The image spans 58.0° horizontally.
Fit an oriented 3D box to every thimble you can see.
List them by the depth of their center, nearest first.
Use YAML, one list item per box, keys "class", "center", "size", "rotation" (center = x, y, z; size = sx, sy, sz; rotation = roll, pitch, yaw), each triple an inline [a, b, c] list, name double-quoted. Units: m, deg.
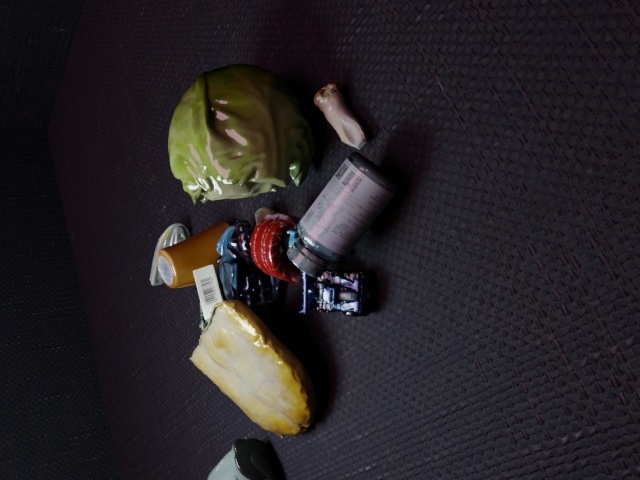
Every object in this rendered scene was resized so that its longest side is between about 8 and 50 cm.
- class: "thimble"
  center: [-0.092, 0.025, 1.568]
  size: [0.125, 0.189, 0.163]
  rotation: [10, 56, 52]

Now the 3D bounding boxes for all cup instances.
- class: "cup"
  center: [-0.394, 0.069, 1.908]
  size: [0.182, 0.264, 0.226]
  rotation: [50, 141, 26]

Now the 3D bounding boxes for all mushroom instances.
- class: "mushroom"
  center: [0.058, -0.308, 1.448]
  size: [0.084, 0.071, 0.209]
  rotation: [-35, 65, 12]

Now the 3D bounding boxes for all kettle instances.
- class: "kettle"
  center: [-0.227, 0.758, 1.839]
  size: [0.221, 0.161, 0.236]
  rotation: [40, 125, 9]

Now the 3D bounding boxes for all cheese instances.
- class: "cheese"
  center: [-0.151, -0.017, 1.746]
  size: [0.092, 0.047, 0.171]
  rotation: [-13, 88, 49]

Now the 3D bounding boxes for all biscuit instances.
- class: "biscuit"
  center: [-0.186, 0.378, 1.682]
  size: [0.446, 0.104, 0.429]
  rotation: [39, 137, 14]

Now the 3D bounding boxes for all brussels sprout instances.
- class: "brussels sprout"
  center: [-0.235, -0.297, 1.589]
  size: [0.425, 0.342, 0.361]
  rotation: [-4, 97, 41]

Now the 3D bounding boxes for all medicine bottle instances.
- class: "medicine bottle"
  center: [0.044, -0.054, 1.353]
  size: [0.293, 0.141, 0.141]
  rotation: [-52, 51, 13]

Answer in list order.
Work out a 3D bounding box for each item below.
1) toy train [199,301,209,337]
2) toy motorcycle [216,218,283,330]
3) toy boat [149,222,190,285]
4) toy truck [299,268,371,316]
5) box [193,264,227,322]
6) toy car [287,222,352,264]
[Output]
- class: "toy train"
  center: [-0.379, 0.302, 1.990]
  size: [0.125, 0.080, 0.194]
  rotation: [-109, 21, -48]
- class: "toy motorcycle"
  center: [-0.221, 0.121, 1.772]
  size: [0.232, 0.172, 0.416]
  rotation: [-148, 47, -62]
- class: "toy boat"
  center: [-0.565, 0.065, 2.214]
  size: [0.141, 0.140, 0.269]
  rotation: [56, 131, 32]
- class: "toy truck"
  center: [0.021, 0.129, 1.450]
  size: [0.208, 0.126, 0.113]
  rotation: [2, 93, 35]
- class: "box"
  center: [-0.318, 0.197, 1.837]
  size: [0.256, 0.069, 0.164]
  rotation: [72, 179, -67]
- class: "toy car"
  center: [0.000, 0.000, 1.475]
  size: [0.098, 0.161, 0.126]
  rotation: [-11, 83, 41]
